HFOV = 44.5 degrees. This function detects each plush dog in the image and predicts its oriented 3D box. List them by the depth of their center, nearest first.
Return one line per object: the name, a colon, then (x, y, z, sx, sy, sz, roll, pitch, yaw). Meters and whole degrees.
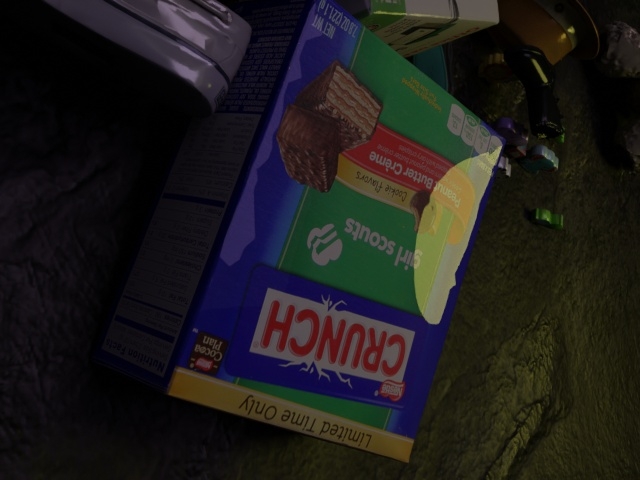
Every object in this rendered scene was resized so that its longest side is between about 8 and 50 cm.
plush dog: (0.592, -0.259, 1.338, 0.225, 0.211, 0.262, -26, 101, -69)

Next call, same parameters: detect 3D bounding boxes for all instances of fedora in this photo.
fedora: (0.283, -0.292, 1.060, 0.194, 0.194, 0.079, 38, 92, -34)

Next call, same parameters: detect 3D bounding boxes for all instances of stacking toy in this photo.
stacking toy: (0.283, -0.129, 1.074, 0.221, 0.052, 0.166, 30, 62, -39)

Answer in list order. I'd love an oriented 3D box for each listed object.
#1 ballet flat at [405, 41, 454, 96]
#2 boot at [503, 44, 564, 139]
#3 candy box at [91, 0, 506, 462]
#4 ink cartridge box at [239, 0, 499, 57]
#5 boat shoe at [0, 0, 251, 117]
ballet flat: (0.127, -0.232, 0.931, 0.074, 0.074, 0.203, 21, 64, -41)
boot: (0.279, -0.189, 1.016, 0.121, 0.045, 0.099, 16, 69, -50)
candy box: (0.000, 0.000, 0.665, 0.268, 0.122, 0.317, 27, 79, -40)
ink cartridge box: (0.054, -0.240, 0.786, 0.219, 0.160, 0.092, -13, 92, -45)
boat shoe: (-0.171, -0.191, 0.549, 0.268, 0.096, 0.088, 29, 74, -11)
